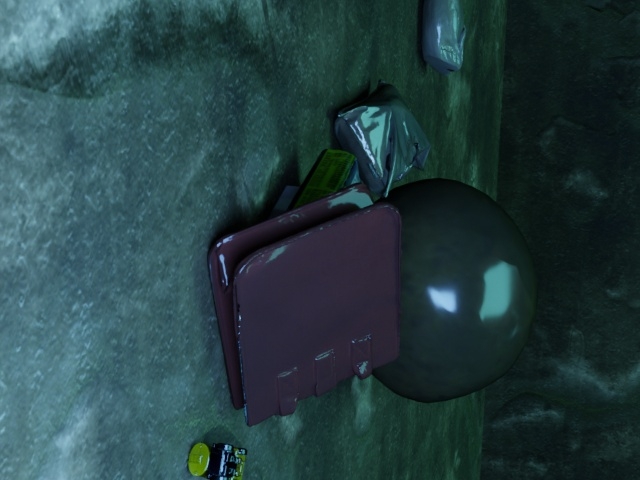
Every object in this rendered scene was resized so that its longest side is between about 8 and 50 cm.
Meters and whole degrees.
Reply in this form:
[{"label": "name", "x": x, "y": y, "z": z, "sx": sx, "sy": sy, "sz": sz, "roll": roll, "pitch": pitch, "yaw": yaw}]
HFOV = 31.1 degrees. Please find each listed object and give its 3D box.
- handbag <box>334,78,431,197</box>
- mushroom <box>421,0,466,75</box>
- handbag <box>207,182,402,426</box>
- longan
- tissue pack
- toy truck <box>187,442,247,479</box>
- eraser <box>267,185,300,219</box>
[{"label": "handbag", "x": 0.109, "y": -0.170, "z": 1.954, "sx": 0.183, "sy": 0.117, "sz": 0.270, "roll": 60, "pitch": 25, "yaw": -6}, {"label": "mushroom", "x": 0.258, "y": -0.466, "z": 2.415, "sx": 0.108, "sy": 0.096, "sz": 0.247, "roll": -18, "pitch": 110, "yaw": -44}, {"label": "handbag", "x": -0.012, "y": 0.085, "z": 1.487, "sx": 0.260, "sy": 0.084, "sz": 0.276, "roll": -24, "pitch": 129, "yaw": -26}, {"label": "longan", "x": 0.201, "y": 0.089, "z": 1.985, "sx": 0.404, "sy": 0.336, "sz": 0.405, "roll": 167, "pitch": -90, "yaw": -74}, {"label": "tissue pack", "x": 0.000, "y": 0.000, "z": 1.640, "sx": 0.235, "sy": 0.073, "sz": 0.173, "roll": -62, "pitch": 154, "yaw": -52}, {"label": "toy truck", "x": -0.125, "y": 0.277, "z": 1.422, "sx": 0.083, "sy": 0.054, "sz": 0.049, "roll": 46, "pitch": 50, "yaw": -67}, {"label": "eraser", "x": -0.048, "y": -0.028, "z": 1.646, "sx": 0.105, "sy": 0.026, "sz": 0.065, "roll": -63, "pitch": 155, "yaw": -51}]
